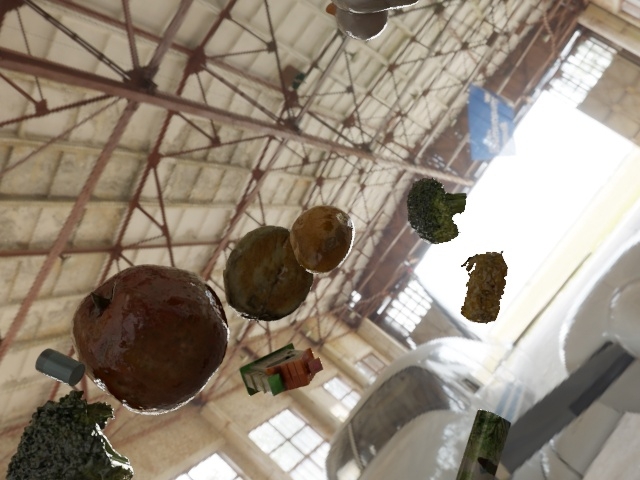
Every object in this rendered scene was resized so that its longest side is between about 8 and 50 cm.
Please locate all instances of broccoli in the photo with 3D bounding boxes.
[{"bbox_3d":[-0.593,0.541,1.572,0.281,0.348,0.293,50,-135,-46],"label":"broccoli"},{"bbox_3d":[0.339,-0.094,1.848,0.176,0.197,0.226,2,-48,-21],"label":"broccoli"}]

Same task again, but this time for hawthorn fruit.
[{"bbox_3d":[-0.455,0.236,1.647,0.403,0.403,0.402,-46,-18,-20],"label":"hawthorn fruit"}]

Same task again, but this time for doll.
[{"bbox_3d":[0.120,-0.575,1.487,0.221,0.251,0.220,3,-90,-66],"label":"doll"}]

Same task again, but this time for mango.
[{"bbox_3d":[0.000,0.000,1.406,0.227,0.147,0.109,-74,-18,-55],"label":"mango"}]

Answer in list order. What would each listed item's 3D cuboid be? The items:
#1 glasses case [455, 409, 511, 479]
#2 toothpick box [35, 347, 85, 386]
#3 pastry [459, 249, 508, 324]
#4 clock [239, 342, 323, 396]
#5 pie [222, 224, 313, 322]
[{"bbox_3d":[0.447,0.617,1.747,0.062,0.095,0.272,-17,47,64],"label":"glasses case"},{"bbox_3d":[-0.527,0.257,1.274,0.052,0.083,0.052,20,-90,-77],"label":"toothpick box"},{"bbox_3d":[0.517,0.142,1.996,0.154,0.103,0.249,-176,98,-69],"label":"pastry"},{"bbox_3d":[-0.116,0.439,2.091,0.220,0.106,0.255,-22,5,-28],"label":"clock"},{"bbox_3d":[-0.163,0.108,1.978,0.339,0.077,0.338,-6,-79,-37],"label":"pie"}]
